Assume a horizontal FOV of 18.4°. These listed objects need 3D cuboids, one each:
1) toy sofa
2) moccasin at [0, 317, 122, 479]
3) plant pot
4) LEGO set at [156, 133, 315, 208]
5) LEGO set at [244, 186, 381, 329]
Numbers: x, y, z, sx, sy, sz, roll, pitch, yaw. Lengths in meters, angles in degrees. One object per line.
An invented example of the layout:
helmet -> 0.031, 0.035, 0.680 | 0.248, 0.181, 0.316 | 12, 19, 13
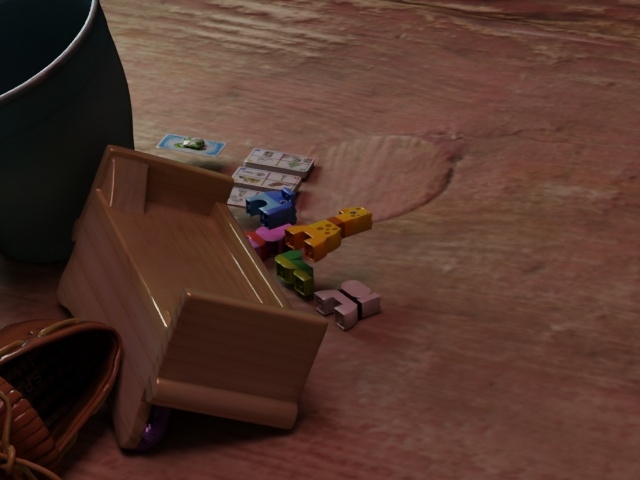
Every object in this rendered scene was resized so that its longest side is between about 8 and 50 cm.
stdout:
toy sofa -> -0.135, 0.063, 1.946 | 0.150, 0.177, 0.362 | 13, 20, -25
moccasin -> -0.282, 0.176, 1.716 | 0.147, 0.139, 0.380 | -18, 11, 27
plant pot -> -0.321, -0.123, 2.132 | 0.272, 0.255, 0.271 | -13, 40, 11
LEGO set -> -0.145, -0.066, 2.294 | 0.244, 0.060, 0.182 | 10, 24, 9
LEGO set -> 0.000, 0.000, 2.084 | 0.093, 0.087, 0.227 | -19, 32, -27
